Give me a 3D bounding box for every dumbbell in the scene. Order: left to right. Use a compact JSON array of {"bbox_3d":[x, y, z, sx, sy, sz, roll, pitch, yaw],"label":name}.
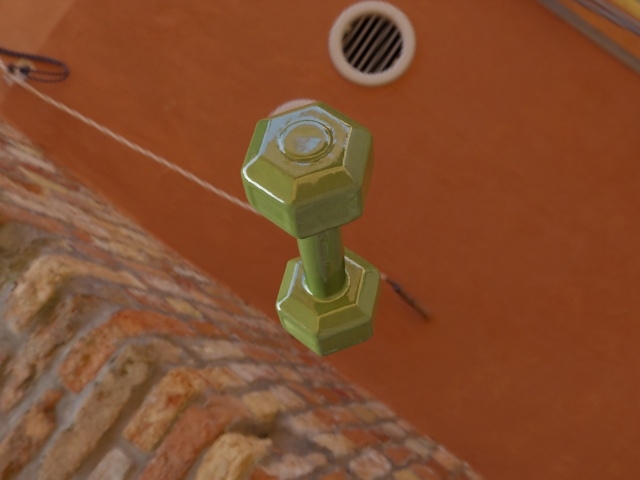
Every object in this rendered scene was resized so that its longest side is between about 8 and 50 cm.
[{"bbox_3d":[0.000,0.000,0.833,0.108,0.121,0.302,-45,-27,-23],"label":"dumbbell"}]
